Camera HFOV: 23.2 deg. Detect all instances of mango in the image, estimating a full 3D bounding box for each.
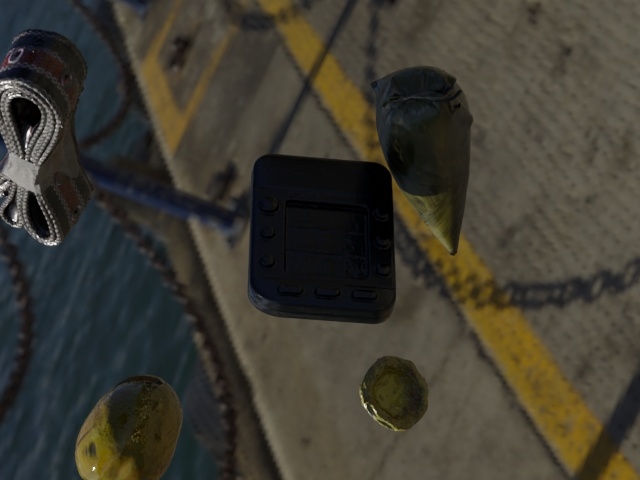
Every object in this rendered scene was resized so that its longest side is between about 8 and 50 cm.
[{"bbox_3d":[-0.263,0.264,2.195,0.167,0.130,0.262,-58,6,4],"label":"mango"}]

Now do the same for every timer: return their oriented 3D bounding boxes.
[{"bbox_3d":[0.000,0.000,1.547,0.055,0.144,0.187,103,170,-51],"label":"timer"}]

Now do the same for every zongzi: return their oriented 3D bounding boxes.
[{"bbox_3d":[0.112,-0.073,1.556,0.205,0.094,0.204,-90,-11,-85],"label":"zongzi"}]

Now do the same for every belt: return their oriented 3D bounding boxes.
[{"bbox_3d":[-0.333,-0.118,1.852,0.094,0.126,0.359,-59,-4,-28],"label":"belt"}]

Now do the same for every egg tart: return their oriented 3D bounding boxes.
[{"bbox_3d":[0.094,0.205,2.078,0.039,0.105,0.105,-22,50,60],"label":"egg tart"}]
